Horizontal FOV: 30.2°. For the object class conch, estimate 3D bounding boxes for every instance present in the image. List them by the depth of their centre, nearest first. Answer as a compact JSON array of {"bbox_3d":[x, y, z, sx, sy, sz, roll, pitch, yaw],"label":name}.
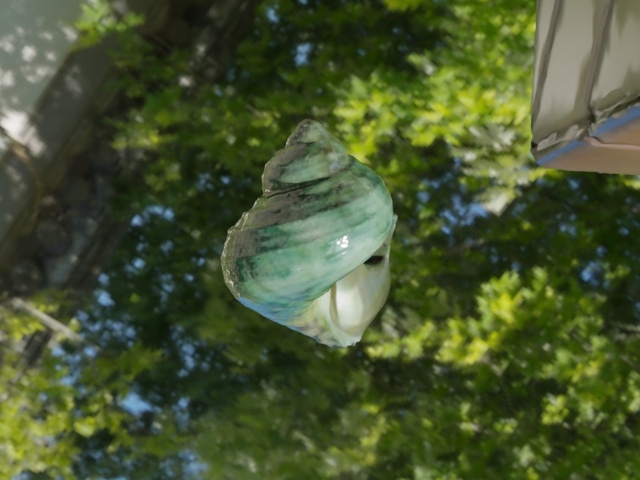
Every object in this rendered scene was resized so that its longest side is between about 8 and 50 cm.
[{"bbox_3d":[-0.002,0.000,0.973,0.122,0.175,0.188,50,-36,28],"label":"conch"}]

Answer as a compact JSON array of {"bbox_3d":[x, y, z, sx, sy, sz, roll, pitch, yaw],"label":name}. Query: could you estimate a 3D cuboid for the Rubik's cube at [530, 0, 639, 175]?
[{"bbox_3d":[0.233,-0.148,0.524,0.221,0.224,0.231,145,-52,-82],"label":"Rubik's cube"}]
